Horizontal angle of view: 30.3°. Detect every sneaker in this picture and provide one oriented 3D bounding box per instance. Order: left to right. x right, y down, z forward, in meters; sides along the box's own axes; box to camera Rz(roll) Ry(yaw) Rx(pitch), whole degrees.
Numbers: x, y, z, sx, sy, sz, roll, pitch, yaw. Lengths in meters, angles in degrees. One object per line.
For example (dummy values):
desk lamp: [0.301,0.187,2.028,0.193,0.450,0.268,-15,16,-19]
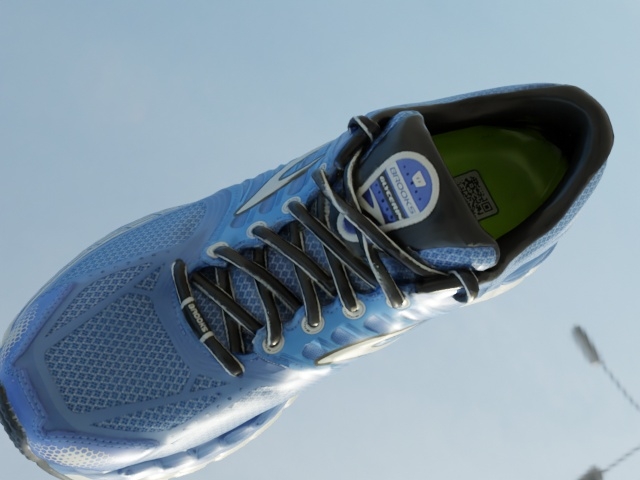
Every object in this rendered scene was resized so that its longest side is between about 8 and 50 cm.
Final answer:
sneaker: [0.000,0.000,0.555,0.330,0.147,0.129,-28,-102,-22]
